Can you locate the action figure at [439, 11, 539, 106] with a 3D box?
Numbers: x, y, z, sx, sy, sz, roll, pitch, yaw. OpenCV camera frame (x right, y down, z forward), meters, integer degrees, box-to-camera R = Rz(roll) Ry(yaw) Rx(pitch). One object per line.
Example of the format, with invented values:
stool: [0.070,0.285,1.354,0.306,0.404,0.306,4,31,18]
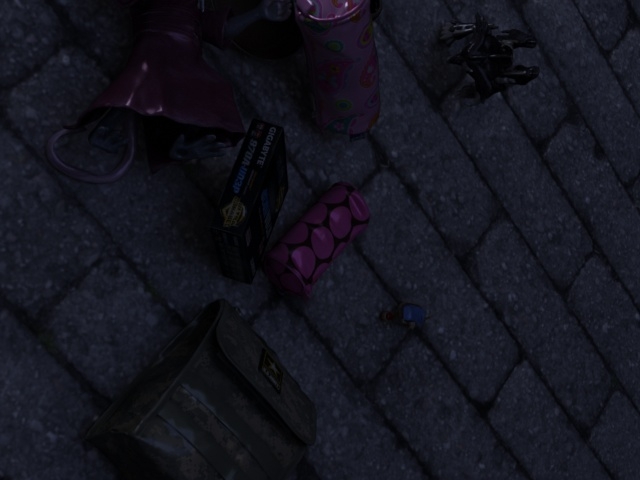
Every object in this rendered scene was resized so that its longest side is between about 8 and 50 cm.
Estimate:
action figure: [0.298,-0.330,1.799,0.276,0.141,0.164,-14,96,-53]

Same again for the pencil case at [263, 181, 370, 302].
pencil case: [0.000,0.000,1.567,0.098,0.095,0.209,40,60,4]

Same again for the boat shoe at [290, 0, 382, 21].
boat shoe: [-0.035,-0.455,1.510,0.355,0.130,0.132,35,66,-30]

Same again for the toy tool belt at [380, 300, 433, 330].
toy tool belt: [0.151,0.131,1.693,0.083,0.051,0.052,4,83,-37]

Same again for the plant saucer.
plant saucer: [-0.100,-0.381,1.559,0.199,0.036,0.198,4,83,-37]

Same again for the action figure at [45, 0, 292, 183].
action figure: [-0.213,-0.270,1.397,0.248,0.276,0.370,23,53,-39]

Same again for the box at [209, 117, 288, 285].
box: [-0.100,-0.051,1.428,0.051,0.220,0.175,18,70,6]

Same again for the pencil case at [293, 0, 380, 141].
pencil case: [0.028,-0.282,1.517,0.124,0.124,0.284,-58,159,-26]

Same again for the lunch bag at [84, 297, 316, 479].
lunch bag: [-0.141,0.249,1.391,0.235,0.169,0.287,51,51,-18]
